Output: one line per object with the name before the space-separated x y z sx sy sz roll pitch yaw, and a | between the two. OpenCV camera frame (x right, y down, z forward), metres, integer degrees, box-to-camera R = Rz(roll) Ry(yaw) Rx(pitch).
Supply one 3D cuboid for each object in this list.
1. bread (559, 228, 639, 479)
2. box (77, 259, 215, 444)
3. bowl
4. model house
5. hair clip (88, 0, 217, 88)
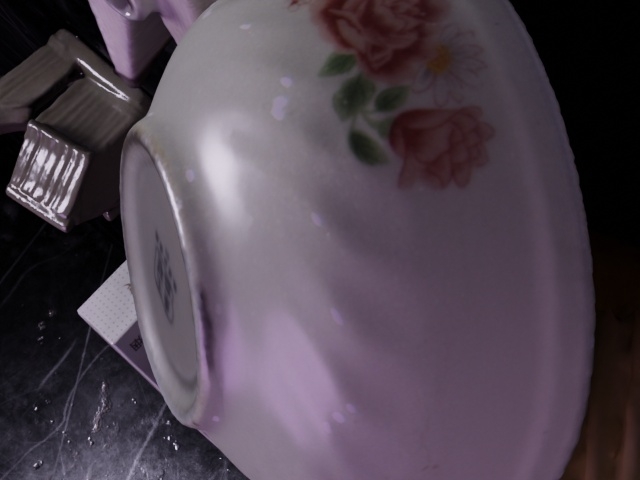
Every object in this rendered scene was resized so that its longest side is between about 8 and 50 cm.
bread | 0.147 0.099 0.722 0.236 0.183 0.388 30 170 -28
box | -0.148 0.119 1.678 0.095 0.210 0.330 35 167 37
bowl | -0.006 0.005 0.573 0.277 0.145 0.277 170 90 -69
model house | -0.258 -0.109 1.321 0.229 0.188 0.122 39 153 15
hair clip | -0.089 -0.172 0.672 0.101 0.085 0.331 37 166 18
